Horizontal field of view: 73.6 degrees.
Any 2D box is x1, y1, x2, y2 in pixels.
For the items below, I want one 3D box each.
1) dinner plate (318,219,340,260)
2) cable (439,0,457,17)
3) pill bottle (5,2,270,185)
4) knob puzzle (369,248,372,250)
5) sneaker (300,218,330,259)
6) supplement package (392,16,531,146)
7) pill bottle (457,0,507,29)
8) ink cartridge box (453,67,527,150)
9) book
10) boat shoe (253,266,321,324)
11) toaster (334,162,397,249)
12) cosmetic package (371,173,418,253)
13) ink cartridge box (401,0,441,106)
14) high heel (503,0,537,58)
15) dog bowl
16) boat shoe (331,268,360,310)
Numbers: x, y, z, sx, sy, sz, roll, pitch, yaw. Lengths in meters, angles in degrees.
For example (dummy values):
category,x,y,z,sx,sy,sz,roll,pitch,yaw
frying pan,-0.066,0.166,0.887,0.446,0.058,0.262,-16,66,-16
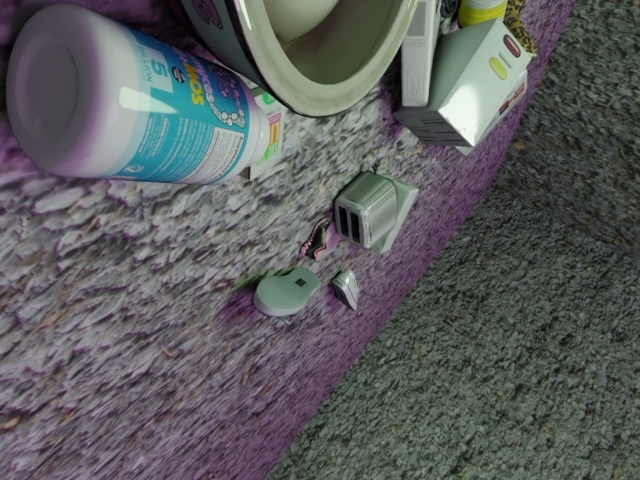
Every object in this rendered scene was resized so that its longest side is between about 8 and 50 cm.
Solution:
category,x,y,z,sx,sy,sz,roll,pitch,yaw
dinner plate,0.030,0.001,1.246,0.141,0.017,0.141,-45,157,-26
cable,0.279,-0.556,0.878,0.150,0.047,0.184,68,32,-64
pill bottle,-0.167,-0.136,0.470,0.264,0.146,0.146,-10,129,-63
knob puzzle,0.230,-0.046,1.584,0.213,0.030,0.213,-46,156,-27
sneaker,0.000,0.000,1.126,0.119,0.057,0.047,-59,156,1
supplement package,0.349,-0.388,1.086,0.145,0.204,0.261,32,90,-26
pill bottle,0.406,-0.621,1.055,0.119,0.119,0.208,-53,158,-11
ink cartridge box,0.553,-0.458,1.487,0.309,0.130,0.272,-49,162,19
book,-0.096,-0.184,0.714,0.096,0.035,0.144,-41,152,-43
boat shoe,-0.093,0.145,1.061,0.104,0.113,0.306,-57,175,15
toaster,0.126,-0.084,1.176,0.146,0.129,0.226,-42,146,-28
cosmetic package,0.205,-0.084,1.366,0.086,0.117,0.230,-19,135,-57
ink cartridge box,0.223,-0.488,0.926,0.296,0.066,0.260,66,34,-65
high heel,0.669,-0.700,1.410,0.261,0.186,0.093,-53,157,-10
dog bowl,-0.014,-0.349,0.446,0.408,0.151,0.407,-46,150,-36
boat shoe,0.108,0.181,1.548,0.084,0.095,0.258,-47,158,-13
